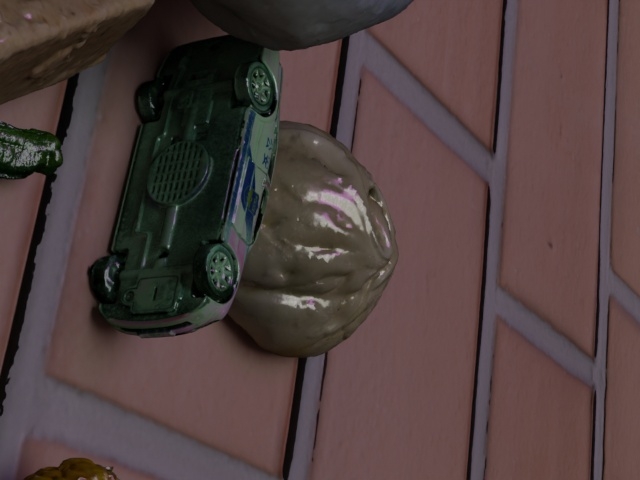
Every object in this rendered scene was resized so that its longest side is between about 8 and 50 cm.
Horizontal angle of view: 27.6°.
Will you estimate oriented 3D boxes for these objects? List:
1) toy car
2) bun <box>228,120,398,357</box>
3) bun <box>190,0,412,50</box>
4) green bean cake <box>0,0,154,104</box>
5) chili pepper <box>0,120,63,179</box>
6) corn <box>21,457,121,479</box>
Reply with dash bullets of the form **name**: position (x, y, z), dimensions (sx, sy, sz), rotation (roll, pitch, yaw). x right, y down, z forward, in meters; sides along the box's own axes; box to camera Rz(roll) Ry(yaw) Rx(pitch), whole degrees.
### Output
- **toy car**: position (-0.078, -0.034, 0.857), dimensions (0.076, 0.090, 0.224), rotation (46, 46, -50)
- **bun**: position (0.000, 0.000, 0.958), dimensions (0.183, 0.102, 0.183), rotation (13, 74, -53)
- **bun**: position (-0.056, -0.284, 0.842), dimensions (0.354, 0.194, 0.354), rotation (38, 42, -43)
- **green bean cake**: position (-0.179, -0.134, 0.695), dimensions (0.109, 0.085, 0.179), rotation (54, 32, -1)
- **chili pepper**: position (-0.198, -0.068, 0.734), dimensions (0.118, 0.035, 0.055), rotation (44, 37, -30)
- **corn**: position (-0.186, 0.216, 0.627), dimensions (0.102, 0.102, 0.313), rotation (64, 33, -25)
